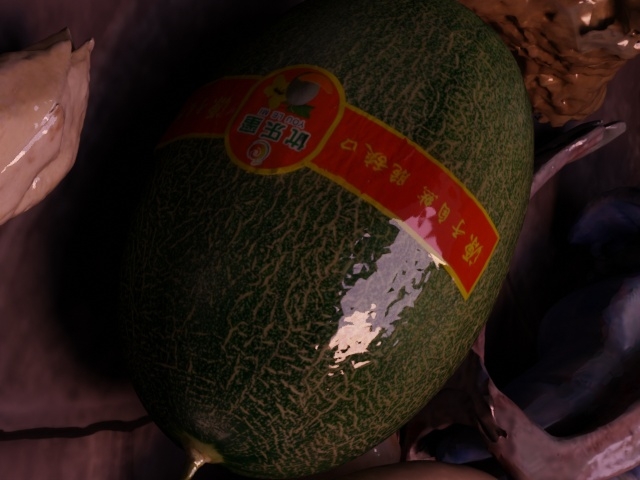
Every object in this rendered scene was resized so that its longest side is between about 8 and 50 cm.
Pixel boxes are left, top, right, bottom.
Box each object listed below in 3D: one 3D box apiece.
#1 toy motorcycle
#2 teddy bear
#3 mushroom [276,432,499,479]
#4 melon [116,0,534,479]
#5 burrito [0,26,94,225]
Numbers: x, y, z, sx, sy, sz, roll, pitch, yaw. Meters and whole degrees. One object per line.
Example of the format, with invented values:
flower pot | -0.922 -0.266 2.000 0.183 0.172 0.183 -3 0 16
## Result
toy motorcycle | 0.193 0.064 1.208 0.319 0.182 0.241 -42 129 -37
teddy bear | 0.158 -0.219 1.128 0.267 0.156 0.256 32 71 -49
mushroom | 0.009 0.167 1.007 0.206 0.206 0.209 -18 91 -49
melon | 0.000 0.000 0.949 0.182 0.182 0.287 52 54 -44
burrito | -0.193 -0.021 0.797 0.275 0.059 0.082 -26 132 -46
